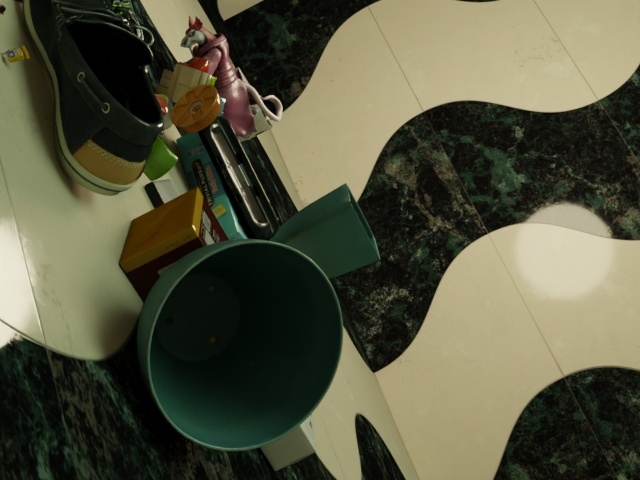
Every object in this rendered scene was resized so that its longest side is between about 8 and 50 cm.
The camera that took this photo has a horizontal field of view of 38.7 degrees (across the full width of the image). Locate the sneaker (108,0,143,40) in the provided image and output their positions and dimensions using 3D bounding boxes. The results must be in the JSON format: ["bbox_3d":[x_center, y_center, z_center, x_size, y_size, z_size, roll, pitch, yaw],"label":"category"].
[{"bbox_3d":[-0.461,-0.530,2.091,0.078,0.067,0.188,-117,-178,-72],"label":"sneaker"}]

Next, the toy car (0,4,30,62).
[{"bbox_3d":[-0.464,-0.315,1.306,0.122,0.041,0.060,62,-15,7],"label":"toy car"}]

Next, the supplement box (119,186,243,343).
[{"bbox_3d":[-0.214,0.049,1.496,0.194,0.129,0.191,61,6,-22],"label":"supplement box"}]

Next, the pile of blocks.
[{"bbox_3d":[-0.275,-0.360,2.101,0.149,0.112,0.362,16,8,-21],"label":"pile of blocks"}]

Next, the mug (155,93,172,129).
[{"bbox_3d":[-0.352,-0.285,2.021,0.064,0.062,0.078,69,33,-47],"label":"mug"}]

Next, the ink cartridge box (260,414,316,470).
[{"bbox_3d":[-0.086,0.300,1.719,0.158,0.092,0.218,62,5,-21],"label":"ink cartridge box"}]

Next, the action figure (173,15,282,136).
[{"bbox_3d":[-0.272,-0.443,2.493,0.248,0.276,0.370,-96,174,-56],"label":"action figure"}]

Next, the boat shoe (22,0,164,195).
[{"bbox_3d":[-0.353,-0.297,1.455,0.187,0.156,0.500,19,39,-42],"label":"boat shoe"}]

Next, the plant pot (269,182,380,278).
[{"bbox_3d":[0.000,0.000,2.236,0.165,0.234,0.165,62,8,-19],"label":"plant pot"}]

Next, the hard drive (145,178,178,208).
[{"bbox_3d":[-0.299,-0.073,1.784,0.094,0.022,0.135,63,6,-4],"label":"hard drive"}]

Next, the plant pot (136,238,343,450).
[{"bbox_3d":[-0.141,0.129,1.305,0.195,0.290,0.290,17,-40,59],"label":"plant pot"}]

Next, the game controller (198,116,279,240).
[{"bbox_3d":[-0.194,-0.142,2.107,0.319,0.067,0.166,63,21,0],"label":"game controller"}]

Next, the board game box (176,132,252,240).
[{"bbox_3d":[-0.220,-0.070,2.167,0.253,0.079,0.336,55,11,-54],"label":"board game box"}]

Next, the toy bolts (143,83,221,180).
[{"bbox_3d":[-0.321,-0.258,1.649,0.228,0.218,0.158,44,-4,47],"label":"toy bolts"}]

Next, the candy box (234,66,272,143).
[{"bbox_3d":[-0.266,-0.402,2.785,0.233,0.159,0.071,57,10,-52],"label":"candy box"}]
